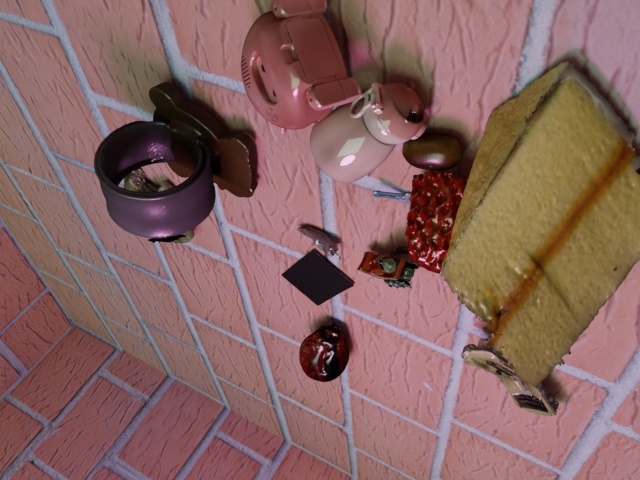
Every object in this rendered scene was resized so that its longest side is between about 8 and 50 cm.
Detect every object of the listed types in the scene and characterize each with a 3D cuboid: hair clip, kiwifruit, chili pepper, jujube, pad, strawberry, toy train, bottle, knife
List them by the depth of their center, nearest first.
[{"bbox_3d":[0.102,-0.220,1.173,0.147,0.147,0.237,46,138,-15],"label":"bottle"},{"bbox_3d":[0.219,-0.173,1.179,0.125,0.075,0.075,7,138,32],"label":"kiwifruit"},{"bbox_3d":[0.254,-0.016,1.217,0.234,0.178,0.234,32,169,7],"label":"strawberry"},{"bbox_3d":[0.164,-0.099,1.354,0.096,0.010,0.027,8,137,7],"label":"knife"},{"bbox_3d":[0.167,0.070,1.490,0.119,0.074,0.176,23,174,-7],"label":"toy train"},{"bbox_3d":[0.501,0.341,1.560,0.321,0.091,0.138,42,150,-28],"label":"hair clip"},{"bbox_3d":[0.001,0.000,1.636,0.153,0.041,0.050,39,131,27],"label":"chili pepper"},{"bbox_3d":[-0.014,0.118,1.833,0.160,0.009,0.265,40,149,-7],"label":"pad"},{"bbox_3d":[0.015,0.366,1.990,0.168,0.168,0.236,28,141,13],"label":"jujube"}]

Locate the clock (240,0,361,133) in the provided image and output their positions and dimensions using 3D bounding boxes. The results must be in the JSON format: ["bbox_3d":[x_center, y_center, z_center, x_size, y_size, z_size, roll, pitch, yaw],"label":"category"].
[{"bbox_3d":[-0.071,-0.321,1.150,0.241,0.142,0.227,-14,98,55],"label":"clock"}]

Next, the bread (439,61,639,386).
[{"bbox_3d":[0.387,-0.003,1.011,0.346,0.404,0.242,32,160,-16],"label":"bread"}]

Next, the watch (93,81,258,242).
[{"bbox_3d":[-0.371,-0.165,1.507,0.335,0.326,0.314,26,147,15],"label":"watch"}]

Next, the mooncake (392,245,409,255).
[{"bbox_3d":[0.126,-0.076,1.407,0.150,0.057,0.346,9,138,36],"label":"mooncake"}]

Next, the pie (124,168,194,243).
[{"bbox_3d":[-0.529,-0.103,1.982,0.303,0.067,0.302,25,147,18],"label":"pie"}]
